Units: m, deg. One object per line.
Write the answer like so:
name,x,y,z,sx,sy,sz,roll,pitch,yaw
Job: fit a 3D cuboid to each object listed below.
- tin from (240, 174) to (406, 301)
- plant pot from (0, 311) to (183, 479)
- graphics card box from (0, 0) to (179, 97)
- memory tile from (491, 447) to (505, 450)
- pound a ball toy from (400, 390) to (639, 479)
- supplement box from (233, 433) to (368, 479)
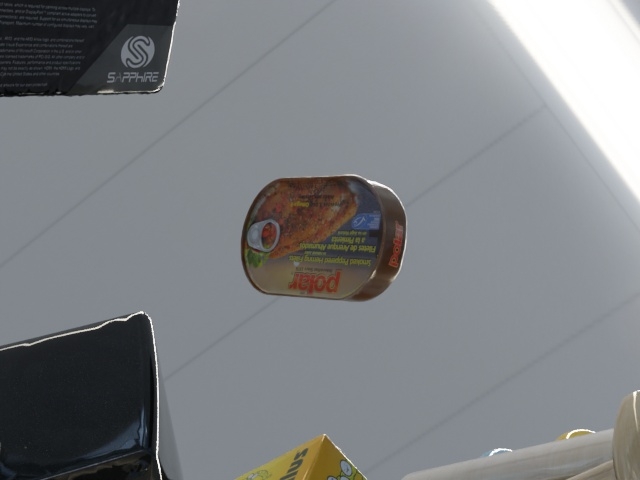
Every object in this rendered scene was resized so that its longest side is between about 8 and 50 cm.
tin,0.000,0.000,0.993,0.190,0.040,0.106,3,-101,50
plant pot,-0.204,0.197,0.969,0.188,0.167,0.187,-14,-62,-14
graphics card box,-0.142,-0.252,0.533,0.094,0.233,0.370,20,-72,27
memory tile,0.210,0.305,1.265,0.113,0.012,0.148,18,-84,-16
pound a ball toy,0.171,0.176,0.797,0.208,0.135,0.319,30,-35,-27
supplement box,0.026,0.443,1.364,0.195,0.194,0.356,-34,-75,33
